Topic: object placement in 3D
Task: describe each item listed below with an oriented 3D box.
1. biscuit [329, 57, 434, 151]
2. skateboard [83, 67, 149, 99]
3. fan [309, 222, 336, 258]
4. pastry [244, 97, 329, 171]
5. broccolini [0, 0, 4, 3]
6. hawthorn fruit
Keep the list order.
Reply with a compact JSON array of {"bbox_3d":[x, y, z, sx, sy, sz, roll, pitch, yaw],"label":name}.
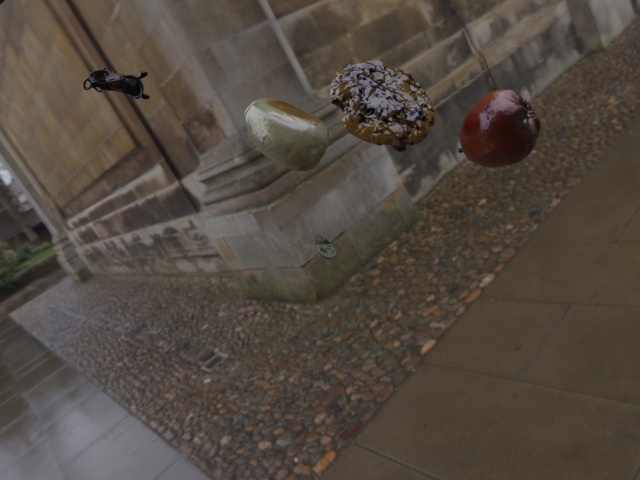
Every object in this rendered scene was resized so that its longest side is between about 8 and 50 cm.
[{"bbox_3d":[0.164,-0.366,1.262,0.081,0.289,0.334,117,172,-47],"label":"biscuit"},{"bbox_3d":[-0.494,-0.375,1.183,0.151,0.067,0.080,10,32,7],"label":"skateboard"},{"bbox_3d":[0.000,0.006,0.940,0.003,0.080,0.060,-41,9,28],"label":"fan"},{"bbox_3d":[-0.059,-0.183,0.845,0.092,0.156,0.156,-63,8,16],"label":"pastry"},{"bbox_3d":[-0.623,-0.332,0.880,0.062,0.123,0.272,64,-136,-75],"label":"broccolini"},{"bbox_3d":[0.422,-0.263,1.199,0.202,0.185,0.185,-27,12,47],"label":"hawthorn fruit"}]
